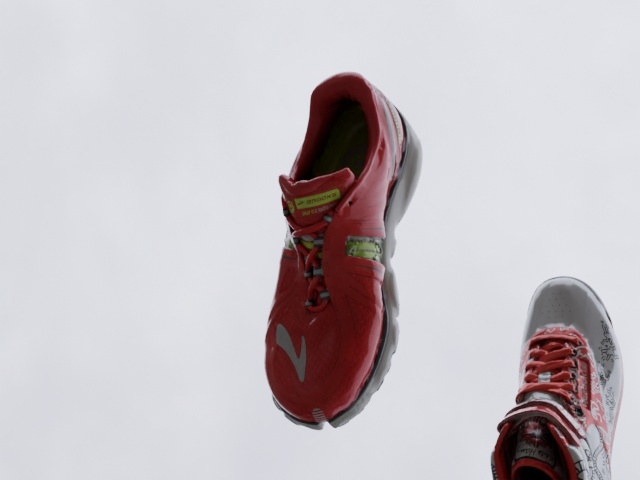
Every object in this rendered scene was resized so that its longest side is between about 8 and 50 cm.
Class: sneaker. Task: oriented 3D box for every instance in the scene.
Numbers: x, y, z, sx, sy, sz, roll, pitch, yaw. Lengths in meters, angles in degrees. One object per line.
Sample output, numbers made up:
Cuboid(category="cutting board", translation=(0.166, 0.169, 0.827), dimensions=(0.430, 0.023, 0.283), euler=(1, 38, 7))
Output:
Cuboid(category="sneaker", translation=(0.208, 0.141, 1.130), dimensions=(0.090, 0.145, 0.270), euler=(-6, -112, 24))
Cuboid(category="sneaker", translation=(0.000, 0.000, 0.962), dimensions=(0.107, 0.118, 0.279), euler=(-2, -116, 24))
